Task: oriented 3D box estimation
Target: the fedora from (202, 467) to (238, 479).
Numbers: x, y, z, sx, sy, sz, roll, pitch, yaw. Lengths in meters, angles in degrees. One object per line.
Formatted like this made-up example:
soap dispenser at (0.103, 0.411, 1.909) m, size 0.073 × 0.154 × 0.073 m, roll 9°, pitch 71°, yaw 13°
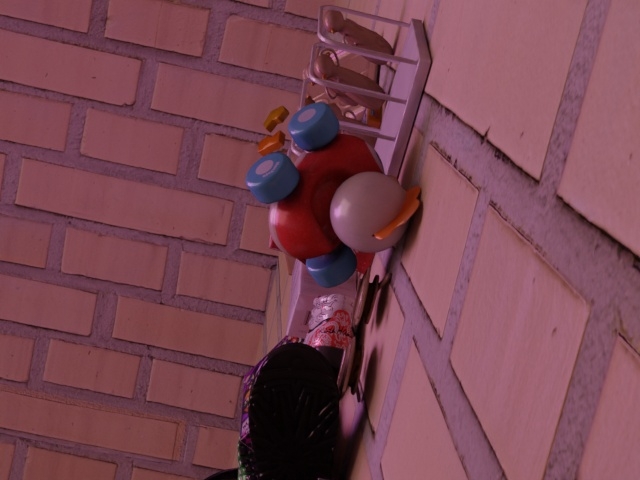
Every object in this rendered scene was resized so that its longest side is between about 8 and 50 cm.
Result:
fedora at (-0.199, 0.664, 2.320) m, size 0.152 × 0.334 × 0.334 m, roll 35°, pitch 119°, yaw 45°

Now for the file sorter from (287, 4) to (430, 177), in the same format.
file sorter at (0.052, -0.211, 1.722) m, size 0.193 × 0.173 × 0.278 m, roll -88°, pitch 11°, yaw -60°

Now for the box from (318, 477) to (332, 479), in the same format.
box at (-0.006, 0.509, 1.357) m, size 0.293 × 0.073 × 0.296 m, roll -85°, pitch 8°, yaw -52°

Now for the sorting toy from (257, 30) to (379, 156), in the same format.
sorting toy at (0.002, -0.290, 2.253) m, size 0.307 × 0.041 × 0.229 m, roll -24°, pitch 45°, yaw 33°

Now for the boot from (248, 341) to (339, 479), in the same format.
boot at (-0.042, 0.273, 1.658) m, size 0.260 × 0.131 × 0.348 m, roll -94°, pitch 5°, yaw -68°

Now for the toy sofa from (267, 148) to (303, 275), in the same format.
toy sofa at (-0.007, -0.076, 2.184) m, size 0.362 × 0.177 × 0.150 m, roll -106°, pitch 5°, yaw -67°

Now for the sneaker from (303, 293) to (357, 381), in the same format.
sneaker at (0.007, 0.183, 1.807) m, size 0.270 × 0.090 × 0.145 m, roll 116°, pitch 168°, yaw -63°

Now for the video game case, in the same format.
video game case at (-0.061, 0.252, 2.016) m, size 0.232 × 0.042 × 0.210 m, roll -45°, pitch 20°, yaw 20°

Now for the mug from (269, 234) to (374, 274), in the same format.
mug at (0.001, 0.002, 1.801) m, size 0.113 × 0.169 × 0.150 m, roll -94°, pitch 17°, yaw -67°

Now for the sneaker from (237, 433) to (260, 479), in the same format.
sneaker at (-0.116, 0.490, 2.091) m, size 0.146 × 0.134 × 0.344 m, roll 109°, pitch 173°, yaw -49°

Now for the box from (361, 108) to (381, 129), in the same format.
box at (0.088, -0.200, 2.062) m, size 0.081 × 0.028 × 0.136 m, roll -86°, pitch 12°, yaw -47°

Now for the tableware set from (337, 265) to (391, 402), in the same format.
tableware set at (0.064, 0.138, 1.582) m, size 0.128 × 0.039 × 0.194 m, roll 113°, pitch 170°, yaw -78°

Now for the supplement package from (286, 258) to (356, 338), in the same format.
supplement package at (0.003, 0.086, 1.924) m, size 0.179 × 0.105 × 0.105 m, roll -86°, pitch 9°, yaw -53°

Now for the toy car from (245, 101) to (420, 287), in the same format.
toy car at (0.061, -0.058, 1.524) m, size 0.238 × 0.219 × 0.210 m, roll 7°, pitch 51°, yaw 45°

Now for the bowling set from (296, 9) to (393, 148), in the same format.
bowling set at (0.012, -0.261, 1.986) m, size 0.200 × 0.154 × 0.287 m, roll -36°, pitch 36°, yaw 43°
